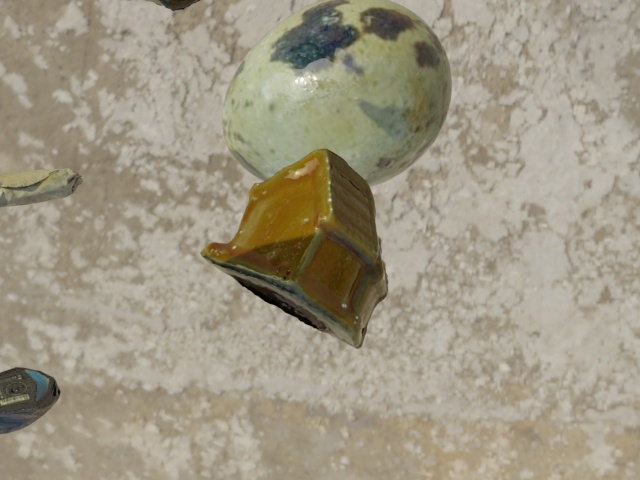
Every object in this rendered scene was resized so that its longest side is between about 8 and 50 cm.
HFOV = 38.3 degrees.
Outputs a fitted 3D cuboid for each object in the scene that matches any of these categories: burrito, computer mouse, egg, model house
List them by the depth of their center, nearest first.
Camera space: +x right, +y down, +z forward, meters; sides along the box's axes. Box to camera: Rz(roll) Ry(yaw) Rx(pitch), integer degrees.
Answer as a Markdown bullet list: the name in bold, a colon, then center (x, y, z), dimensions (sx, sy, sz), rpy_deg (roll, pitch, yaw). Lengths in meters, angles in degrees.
- **computer mouse**: center (-0.368, 0.192, 1.064), dimensions (0.135, 0.079, 0.047), rpy_deg (-10, 124, -28)
- **burrito**: center (-0.391, -0.065, 1.176), dimensions (0.058, 0.188, 0.045), rpy_deg (9, 105, 56)
- **model house**: center (0.003, 0.004, 1.399), dimensions (0.173, 0.239, 0.268), rpy_deg (12, 160, 47)
- **egg**: center (0.027, -0.257, 1.674), dimensions (0.427, 0.345, 0.345), rpy_deg (-19, 122, 11)

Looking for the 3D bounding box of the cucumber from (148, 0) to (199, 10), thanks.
- **cucumber**: center (-0.226, -0.328, 0.986), dimensions (0.244, 0.134, 0.134), rpy_deg (20, 136, 33)
